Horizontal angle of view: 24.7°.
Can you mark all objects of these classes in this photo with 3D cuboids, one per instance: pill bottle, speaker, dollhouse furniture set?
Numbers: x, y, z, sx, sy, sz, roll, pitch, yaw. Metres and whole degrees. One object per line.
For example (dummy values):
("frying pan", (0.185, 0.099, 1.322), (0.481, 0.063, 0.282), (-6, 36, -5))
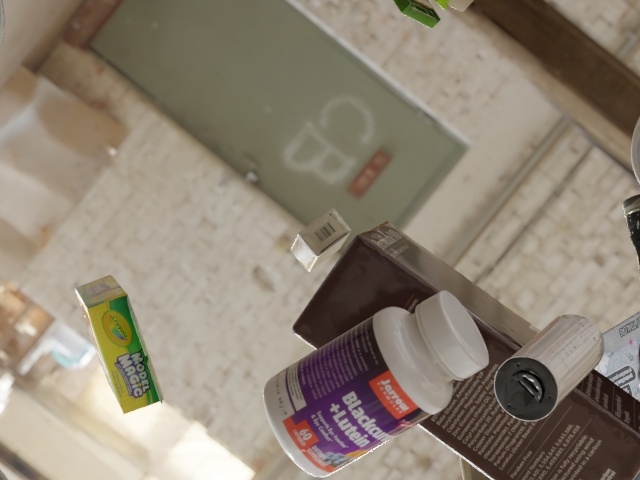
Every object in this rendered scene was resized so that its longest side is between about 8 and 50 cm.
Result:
("pill bottle", (0.053, 0.128, 1.337), (0.193, 0.108, 0.108), (-33, -172, 19))
("speaker", (0.190, 0.103, 1.203), (0.055, 0.055, 0.136), (-51, 168, 27))
("dollhouse furniture set", (0.151, -0.303, 1.610), (0.059, 0.076, 0.151), (13, 129, -49))

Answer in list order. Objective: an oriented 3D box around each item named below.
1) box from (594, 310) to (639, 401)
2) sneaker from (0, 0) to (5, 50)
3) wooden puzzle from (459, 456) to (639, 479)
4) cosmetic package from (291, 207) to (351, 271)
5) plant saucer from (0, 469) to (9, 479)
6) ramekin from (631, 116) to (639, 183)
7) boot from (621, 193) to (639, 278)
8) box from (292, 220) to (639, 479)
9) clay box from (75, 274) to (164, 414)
("box", (0.455, 0.135, 1.759), (0.163, 0.142, 0.247), (-18, 166, -28))
("sneaker", (-0.400, -0.239, 1.535), (0.127, 0.126, 0.321), (126, -31, -49))
("wooden puzzle", (0.395, 0.418, 2.104), (0.348, 0.322, 0.080), (-9, 172, -2))
("cosmetic package", (0.000, 0.000, 1.899), (0.060, 0.041, 0.115), (-37, 175, -10))
("plant saucer", (-0.538, 0.424, 2.063), (0.100, 0.400, 0.400), (-35, 170, -40))
("ramekin", (0.619, -0.137, 2.207), (0.273, 0.127, 0.272), (-20, -126, 30))
("boot", (0.543, 0.018, 2.021), (0.085, 0.236, 0.178), (77, 10, -75))
("box", (0.173, 0.144, 1.592), (0.143, 0.381, 0.191), (-57, 173, 11))
("clay box", (-0.230, 0.117, 1.656), (0.053, 0.127, 0.222), (-20, -171, -10))
